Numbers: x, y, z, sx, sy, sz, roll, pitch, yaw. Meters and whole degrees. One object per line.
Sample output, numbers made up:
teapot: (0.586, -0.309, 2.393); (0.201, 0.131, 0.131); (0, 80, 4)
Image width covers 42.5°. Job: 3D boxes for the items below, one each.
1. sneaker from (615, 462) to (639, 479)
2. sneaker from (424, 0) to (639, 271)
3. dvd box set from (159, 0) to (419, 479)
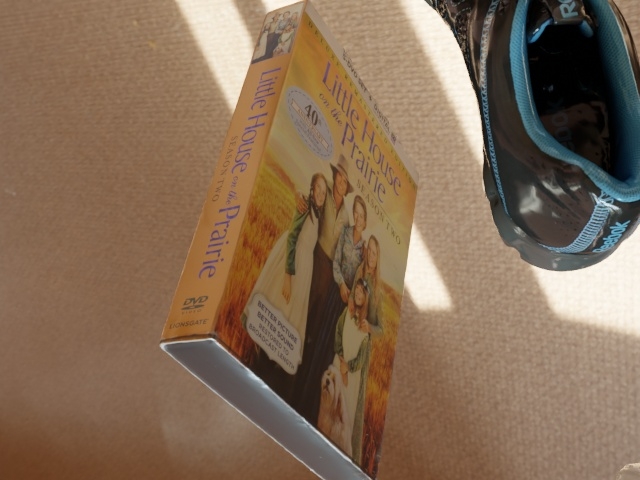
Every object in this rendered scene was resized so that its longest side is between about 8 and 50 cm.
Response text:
sneaker: (0.307, 0.285, 0.690); (0.212, 0.094, 0.080); (54, 162, 42)
sneaker: (0.135, -0.156, 0.517); (0.125, 0.139, 0.341); (-18, 79, -2)
dvd box set: (0.000, 0.000, 0.864); (0.062, 0.420, 0.307); (-10, 138, 28)
